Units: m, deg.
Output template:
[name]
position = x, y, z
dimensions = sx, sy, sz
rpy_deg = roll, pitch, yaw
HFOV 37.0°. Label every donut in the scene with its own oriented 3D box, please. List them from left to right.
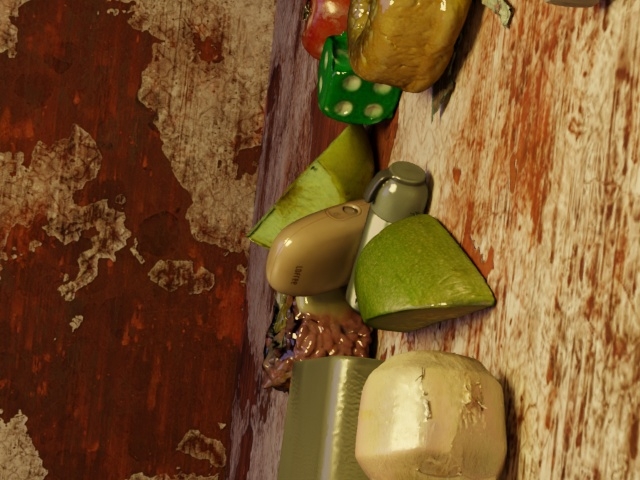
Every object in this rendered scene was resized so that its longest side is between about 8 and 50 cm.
[donut]
position = 0.119, -0.321, 1.311
dimensions = 0.261, 0.128, 0.209
rpy_deg = 112, 160, -56

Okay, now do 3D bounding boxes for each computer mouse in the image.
[computer mouse]
position = 0.020, 0.014, 1.495
dimensions = 0.082, 0.236, 0.145
rpy_deg = 44, 132, 31

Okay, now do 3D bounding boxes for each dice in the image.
[dice]
position = 0.066, -0.276, 1.624
dimensions = 0.131, 0.128, 0.120
rpy_deg = -98, 16, -46

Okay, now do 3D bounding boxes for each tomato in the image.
[tomato]
position = 0.039, -0.425, 1.780
dimensions = 0.187, 0.151, 0.187
rpy_deg = 179, 90, -76

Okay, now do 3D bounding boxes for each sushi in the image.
[sushi]
position = -0.003, 0.139, 1.639
dimensions = 0.236, 0.170, 0.270
rpy_deg = 114, 164, -58

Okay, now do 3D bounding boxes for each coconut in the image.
[coconut]
position = 0.120, 0.213, 1.014
dimensions = 0.171, 0.170, 0.183
rpy_deg = 116, 160, -59

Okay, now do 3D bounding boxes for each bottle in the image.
[bottle]
position = 0.092, 0.002, 1.423
dimensions = 0.079, 0.096, 0.254
rpy_deg = -108, 27, -50

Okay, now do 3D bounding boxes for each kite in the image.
[kite]
position = 0.201, -0.354, 1.285
dimensions = 0.368, 0.014, 0.406
rpy_deg = -103, 23, -58

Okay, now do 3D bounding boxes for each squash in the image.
[squash]
position = 0.114, 0.091, 1.241
dimensions = 0.289, 0.111, 0.203
rpy_deg = -111, 28, -63

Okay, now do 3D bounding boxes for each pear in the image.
[pear]
position = 0.020, -0.100, 1.741
dimensions = 0.288, 0.139, 0.239
rpy_deg = -44, 14, 46

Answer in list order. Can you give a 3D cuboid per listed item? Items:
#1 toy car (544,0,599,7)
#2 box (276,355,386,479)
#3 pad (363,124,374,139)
[toy car]
position = 0.249, -0.279, 0.815
dimensions = 0.209, 0.089, 0.108
rpy_deg = 155, 120, -79
[box]
position = 0.041, 0.341, 1.317
dimensions = 0.352, 0.177, 0.344
rpy_deg = 144, 135, -76
[pad]
position = 0.076, -0.199, 1.843
dimensions = 0.158, 0.003, 0.235
rpy_deg = -101, 20, -56
